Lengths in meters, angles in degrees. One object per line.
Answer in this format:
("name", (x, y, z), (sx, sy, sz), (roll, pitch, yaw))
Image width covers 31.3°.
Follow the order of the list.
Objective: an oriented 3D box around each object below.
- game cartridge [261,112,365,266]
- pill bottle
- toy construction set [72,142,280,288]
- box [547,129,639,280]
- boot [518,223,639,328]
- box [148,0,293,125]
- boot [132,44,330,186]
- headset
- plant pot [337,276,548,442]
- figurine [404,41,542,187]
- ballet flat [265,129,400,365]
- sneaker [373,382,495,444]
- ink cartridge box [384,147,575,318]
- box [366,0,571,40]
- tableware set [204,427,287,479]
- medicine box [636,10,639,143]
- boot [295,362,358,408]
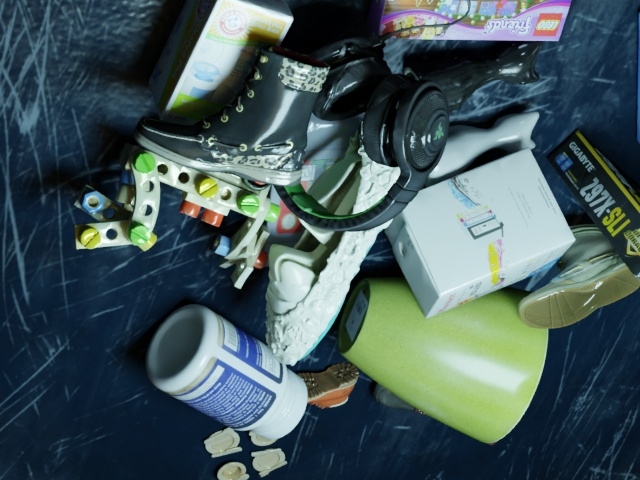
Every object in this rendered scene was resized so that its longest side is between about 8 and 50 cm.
("game cartridge", (0.008, -0.084, 1.782), (0.196, 0.060, 0.294), (-7, 130, -20))
("pill bottle", (-0.150, 0.227, 1.911), (0.153, 0.153, 0.265), (-41, 130, 14))
("toy construction set", (-0.187, -0.044, 1.666), (0.328, 0.151, 0.215), (22, 89, -37))
("box", (0.525, -0.010, 1.850), (0.257, 0.322, 0.079), (31, 113, -36))
("boot", (0.407, 0.055, 1.909), (0.213, 0.165, 0.077), (-22, 125, -2))
("box", (-0.138, -0.257, 1.549), (0.114, 0.103, 0.203), (14, 122, -30))
("boot", (-0.114, -0.178, 1.505), (0.237, 0.085, 0.178), (13, 112, -18))
("headset", (0.062, -0.195, 1.534), (0.394, 0.243, 0.185), (-57, 153, 16))
("plant pot", (0.189, 0.171, 1.947), (0.294, 0.274, 0.274), (19, 120, -14))
("figurine", (0.244, -0.198, 1.756), (0.210, 0.092, 0.214), (-17, 133, -11))
("ballet flat", (0.000, 0.000, 1.727), (0.147, 0.147, 0.409), (22, 109, -33))
("sneaker", (0.249, 0.306, 2.113), (0.281, 0.162, 0.106), (-2, 131, -19))
("ink cartridge box", (0.244, -0.007, 1.800), (0.233, 0.168, 0.171), (-22, 166, -9))
("box", (0.226, -0.383, 1.609), (0.293, 0.057, 0.200), (-3, 129, -18))
("tableware set", (-0.138, 0.400, 2.147), (0.141, 0.020, 0.168), (-16, 131, -7))
("medicine box", (0.619, -0.200, 1.749), (0.149, 0.289, 0.263), (-20, 132, -7))
("boot", (-0.009, 0.279, 2.063), (0.158, 0.059, 0.084), (-10, 138, -25))
